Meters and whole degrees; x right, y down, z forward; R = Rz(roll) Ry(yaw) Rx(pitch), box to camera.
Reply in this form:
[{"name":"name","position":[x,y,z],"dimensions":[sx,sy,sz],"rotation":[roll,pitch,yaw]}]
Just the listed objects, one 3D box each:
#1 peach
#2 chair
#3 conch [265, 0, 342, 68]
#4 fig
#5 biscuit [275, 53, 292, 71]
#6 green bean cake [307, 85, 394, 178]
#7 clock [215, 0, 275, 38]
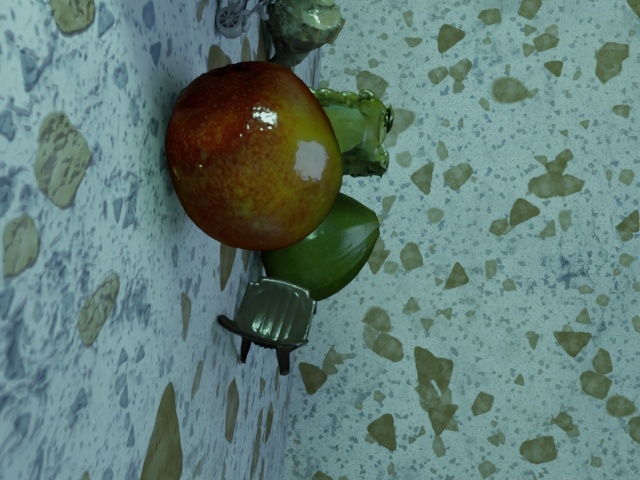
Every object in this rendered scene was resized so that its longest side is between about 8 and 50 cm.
[{"name":"peach","position":[-0.078,-0.100,0.627],"dimensions":[0.231,0.231,0.231],"rotation":[5,90,-87]},{"name":"chair","position":[-0.100,0.160,1.067],"dimensions":[0.326,0.175,0.183],"rotation":[104,2,-66]},{"name":"conch","position":[-0.050,-0.488,1.149],"dimensions":[0.245,0.163,0.178],"rotation":[-43,-166,48]},{"name":"fig","position":[0.000,0.000,1.298],"dimensions":[0.316,0.316,0.316],"rotation":[5,90,-87]},{"name":"biscuit","position":[-0.101,-0.391,1.340],"dimensions":[0.183,0.039,0.174],"rotation":[61,33,-83]},{"name":"green bean cake","position":[0.004,-0.189,1.098],"dimensions":[0.202,0.310,0.285],"rotation":[82,11,-86]},{"name":"clock","position":[-0.113,-0.367,0.765],"dimensions":[0.041,0.087,0.129],"rotation":[67,36,-84]}]
